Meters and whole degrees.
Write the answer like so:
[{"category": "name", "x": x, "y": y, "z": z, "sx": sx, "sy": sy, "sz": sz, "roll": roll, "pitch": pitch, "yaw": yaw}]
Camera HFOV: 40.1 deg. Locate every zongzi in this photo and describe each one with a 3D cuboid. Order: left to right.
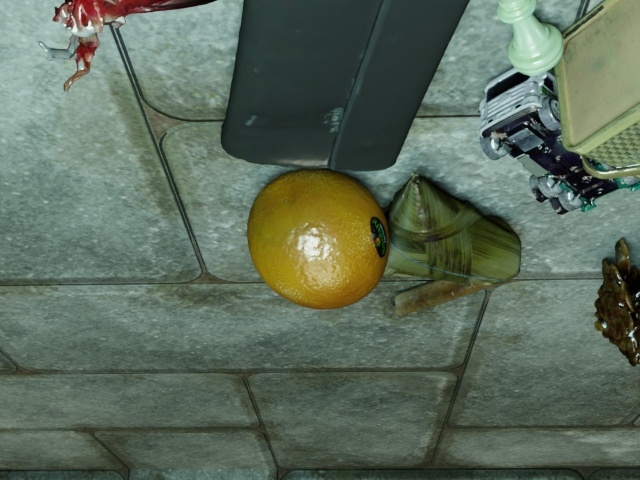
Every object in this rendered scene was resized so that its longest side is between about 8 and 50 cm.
[{"category": "zongzi", "x": 0.200, "y": -0.024, "z": 1.232, "sx": 0.221, "sy": 0.112, "sz": 0.242, "roll": 6, "pitch": 152, "yaw": -8}]

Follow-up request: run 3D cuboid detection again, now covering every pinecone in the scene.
[{"category": "pinecone", "x": 0.541, "y": 0.109, "z": 1.387, "sx": 0.201, "sy": 0.202, "sz": 0.229, "roll": 5, "pitch": 146, "yaw": 24}]

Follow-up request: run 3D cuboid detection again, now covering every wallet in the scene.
[{"category": "wallet", "x": 0.022, "y": -0.203, "z": 0.930, "sx": 0.228, "sy": 0.062, "sz": 0.406, "roll": 5, "pitch": 153, "yaw": -9}]

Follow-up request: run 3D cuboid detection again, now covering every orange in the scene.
[{"category": "orange", "x": 0.000, "y": 0.000, "z": 1.191, "sx": 0.206, "sy": 0.206, "sz": 0.206, "roll": 0, "pitch": 153, "yaw": 0}]

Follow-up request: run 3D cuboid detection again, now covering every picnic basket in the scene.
[{"category": "picnic basket", "x": 0.367, "y": -0.177, "z": 0.866, "sx": 0.139, "sy": 0.165, "sz": 0.266, "roll": 17, "pitch": 149, "yaw": -26}]

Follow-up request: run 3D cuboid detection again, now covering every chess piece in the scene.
[{"category": "chess piece", "x": 0.198, "y": -0.232, "z": 0.885, "sx": 0.059, "sy": 0.059, "sz": 0.149, "roll": -14, "pitch": 145, "yaw": 26}]

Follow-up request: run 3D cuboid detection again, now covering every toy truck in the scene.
[{"category": "toy truck", "x": 0.282, "y": -0.125, "z": 1.034, "sx": 0.216, "sy": 0.116, "sz": 0.110, "roll": 29, "pitch": 141, "yaw": -31}]

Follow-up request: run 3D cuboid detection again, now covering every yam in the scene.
[{"category": "yam", "x": 0.230, "y": 0.078, "z": 1.504, "sx": 0.046, "sy": 0.046, "sz": 0.264, "roll": 24, "pitch": 146, "yaw": -39}]

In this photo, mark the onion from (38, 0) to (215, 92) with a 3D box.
[{"category": "onion", "x": -0.143, "y": -0.242, "z": 0.634, "sx": 0.273, "sy": 0.285, "sz": 0.273, "roll": 15, "pitch": -174, "yaw": -2}]
